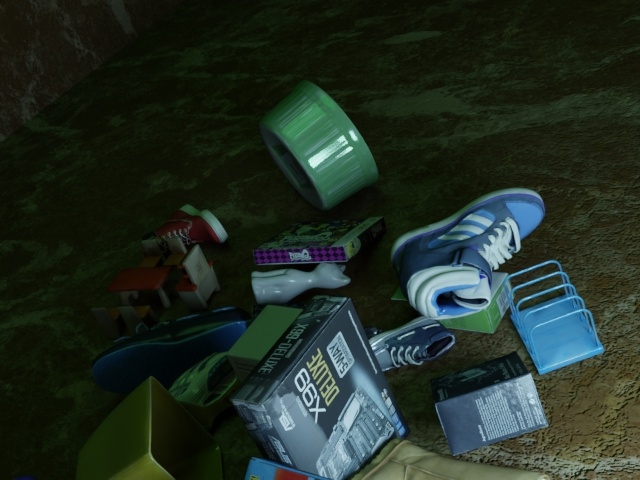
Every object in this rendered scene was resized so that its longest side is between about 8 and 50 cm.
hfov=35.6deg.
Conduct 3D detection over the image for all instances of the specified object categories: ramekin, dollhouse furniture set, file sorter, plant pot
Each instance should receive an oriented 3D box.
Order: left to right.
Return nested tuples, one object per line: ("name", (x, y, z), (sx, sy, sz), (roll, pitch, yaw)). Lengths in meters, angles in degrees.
("plant pot", (-0.302, 0.405, 1.713), (0.187, 0.212, 0.212), (-32, 30, 10))
("dollhouse furniture set", (-0.372, 0.087, 2.288), (0.259, 0.135, 0.262), (-4, 36, 28))
("ramekin", (-0.013, -0.216, 2.379), (0.148, 0.303, 0.303), (-38, 34, -10))
("file sorter", (0.405, 0.129, 1.759), (0.118, 0.104, 0.170), (-20, 31, 3))

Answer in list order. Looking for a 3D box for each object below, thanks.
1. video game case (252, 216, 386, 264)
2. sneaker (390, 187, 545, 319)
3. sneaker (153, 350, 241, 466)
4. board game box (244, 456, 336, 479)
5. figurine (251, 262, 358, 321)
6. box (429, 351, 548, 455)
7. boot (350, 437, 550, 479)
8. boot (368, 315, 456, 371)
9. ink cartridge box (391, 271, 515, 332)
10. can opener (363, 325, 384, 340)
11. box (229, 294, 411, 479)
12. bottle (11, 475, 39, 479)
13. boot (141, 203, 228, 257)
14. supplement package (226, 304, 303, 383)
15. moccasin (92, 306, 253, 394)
("video game case", (0.000, 0.000, 2.218), (0.232, 0.041, 0.210), (-3, 17, 30))
("sneaker", (0.302, 0.041, 1.829), (0.323, 0.130, 0.236), (-21, 37, -4))
("sneaker", (-0.257, 0.323, 1.912), (0.296, 0.111, 0.131), (-37, 16, -25))
("board game box", (0.003, 0.479, 1.346), (0.302, 0.086, 0.308), (6, 77, 39))
("figurine", (-0.033, 0.121, 2.084), (0.210, 0.092, 0.215), (-12, 31, 2))
("box", (0.267, 0.260, 1.605), (0.158, 0.093, 0.156), (-20, 5, 5))
("boot", (0.175, 0.405, 1.502), (0.270, 0.089, 0.236), (9, 43, 39))
("boot", (0.153, 0.203, 1.838), (0.190, 0.069, 0.086), (-30, 26, -13))
("ink cartridge box", (0.255, 0.111, 1.921), (0.209, 0.062, 0.109), (4, 39, 37))
("can opener", (0.040, 0.203, 1.914), (0.186, 0.059, 0.073), (-23, 72, 23))
("box", (0.009, 0.279, 1.585), (0.077, 0.307, 0.242), (3, 39, 40))
("bottle", (-0.511, 0.530, 1.740), (0.118, 0.092, 0.283), (-28, 32, -11))
("boot", (-0.343, -0.002, 2.459), (0.176, 0.088, 0.244), (-37, 26, -21))
("supplement package", (-0.033, 0.248, 1.720), (0.139, 0.244, 0.134), (5, 41, 37))
("moccasin", (-0.300, 0.228, 2.063), (0.342, 0.137, 0.117), (-12, 25, -10))
